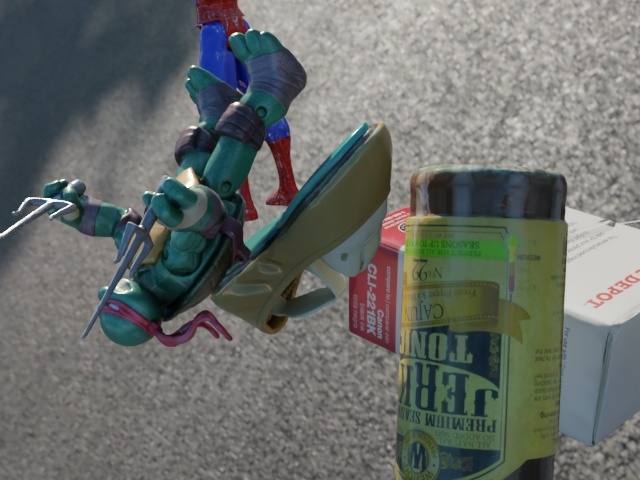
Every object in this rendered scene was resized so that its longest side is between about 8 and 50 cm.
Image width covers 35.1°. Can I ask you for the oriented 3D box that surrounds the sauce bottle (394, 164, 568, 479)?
[{"bbox_3d":[0.106,0.123,0.676,0.111,0.111,0.345,-1,87,45],"label":"sauce bottle"}]

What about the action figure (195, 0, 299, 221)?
[{"bbox_3d":[-0.103,-0.162,0.872,0.091,0.281,0.139,-19,17,-42],"label":"action figure"}]

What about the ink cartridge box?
[{"bbox_3d":[0.189,0.050,0.919,0.272,0.114,0.197,21,31,41],"label":"ink cartridge box"}]

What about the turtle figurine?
[{"bbox_3d":[-0.098,-0.020,0.631,0.175,0.118,0.234,-2,49,42],"label":"turtle figurine"}]

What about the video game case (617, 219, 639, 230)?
[{"bbox_3d":[0.416,0.010,1.206,0.173,0.022,0.190,-8,17,-23],"label":"video game case"}]

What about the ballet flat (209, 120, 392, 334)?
[{"bbox_3d":[0.000,0.000,0.665,0.080,0.073,0.232,-49,5,-35],"label":"ballet flat"}]
